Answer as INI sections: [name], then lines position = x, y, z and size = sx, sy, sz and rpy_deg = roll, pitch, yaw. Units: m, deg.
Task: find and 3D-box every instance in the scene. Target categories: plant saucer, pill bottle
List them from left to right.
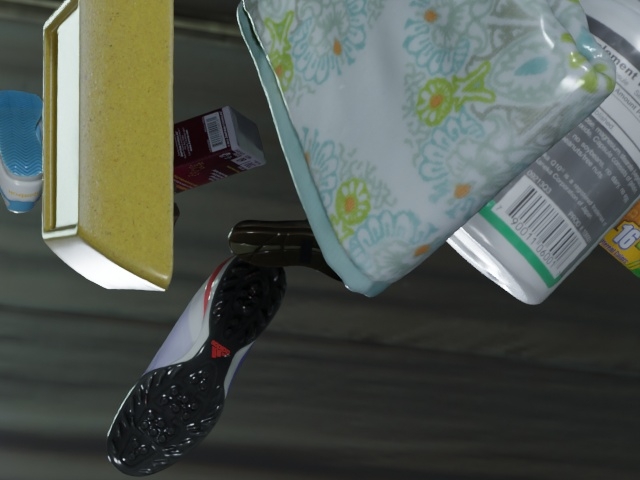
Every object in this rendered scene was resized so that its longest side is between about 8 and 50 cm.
[plant saucer]
position = -0.220, -0.116, 1.390
size = 0.333, 0.081, 0.332
rpy_deg = 175, 94, -71
[pill bottle]
position = 0.272, -0.126, 1.469
size = 0.361, 0.204, 0.204
rpy_deg = -46, 11, -3

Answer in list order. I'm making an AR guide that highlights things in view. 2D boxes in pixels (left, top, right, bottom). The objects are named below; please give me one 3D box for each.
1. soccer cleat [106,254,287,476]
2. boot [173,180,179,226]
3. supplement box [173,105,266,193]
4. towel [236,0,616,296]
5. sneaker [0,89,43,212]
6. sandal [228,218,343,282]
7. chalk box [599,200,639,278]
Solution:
[soccer cleat]
position = -0.155, 0.151, 1.733
size = 0.318, 0.109, 0.116
rpy_deg = -57, 13, -13
[boot]
position = -0.207, -0.016, 1.646
size = 0.114, 0.037, 0.106
rpy_deg = -57, 28, 28
[supplement box]
position = -0.220, -0.125, 2.164
size = 0.130, 0.240, 0.073
rpy_deg = 26, -132, -71
[towel]
position = 0.069, -0.185, 1.254
size = 0.320, 0.090, 0.374
rpy_deg = -46, 55, 40
[sneaker]
position = -0.455, -0.140, 2.091
size = 0.228, 0.087, 0.092
rpy_deg = -105, 25, -46
[sandal]
position = 0.000, 0.000, 1.685
size = 0.090, 0.219, 0.060
rpy_deg = 99, 176, -49
[chalk box]
position = 0.424, -0.127, 1.703
size = 0.289, 0.180, 0.179
rpy_deg = -44, 34, 18
